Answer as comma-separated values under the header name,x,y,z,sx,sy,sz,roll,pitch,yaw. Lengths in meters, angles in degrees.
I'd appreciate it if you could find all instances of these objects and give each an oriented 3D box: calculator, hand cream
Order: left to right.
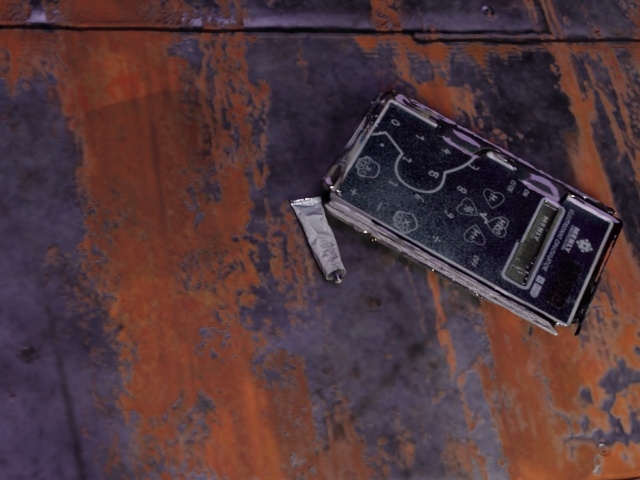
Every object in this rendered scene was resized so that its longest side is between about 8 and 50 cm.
name,x,y,z,sx,sy,sz,roll,pitch,yaw
hand cream,0.000,0.000,1.037,0.030,0.019,0.093,-11,58,-18
calculator,0.144,-0.029,1.076,0.274,0.028,0.165,29,55,3
